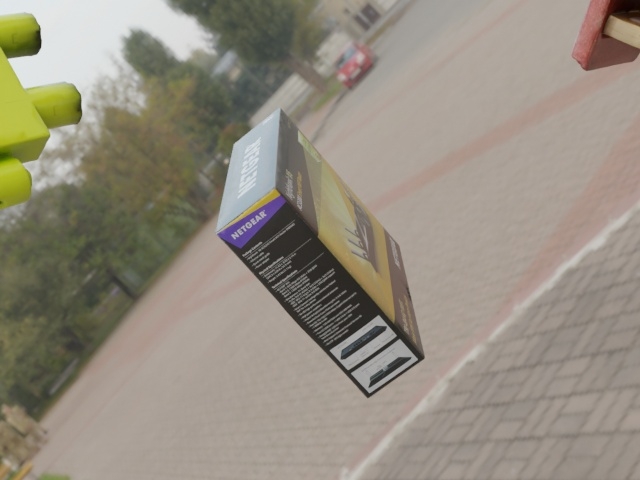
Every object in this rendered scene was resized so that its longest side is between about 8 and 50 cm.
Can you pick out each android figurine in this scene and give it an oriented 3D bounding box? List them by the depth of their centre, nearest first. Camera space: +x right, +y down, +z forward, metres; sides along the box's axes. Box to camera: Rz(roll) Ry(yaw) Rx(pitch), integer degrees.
[{"bbox_3d":[-0.349,-0.126,0.849,0.273,0.248,0.056,-23,-14,-41],"label":"android figurine"}]

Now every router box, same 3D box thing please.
[{"bbox_3d":[0.000,0.000,1.119,0.081,0.243,0.309,-37,19,13],"label":"router box"}]

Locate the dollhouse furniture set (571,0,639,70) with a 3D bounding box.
[{"bbox_3d":[0.350,-0.174,0.701,0.374,0.201,0.152,-22,-44,-53],"label":"dollhouse furniture set"}]
